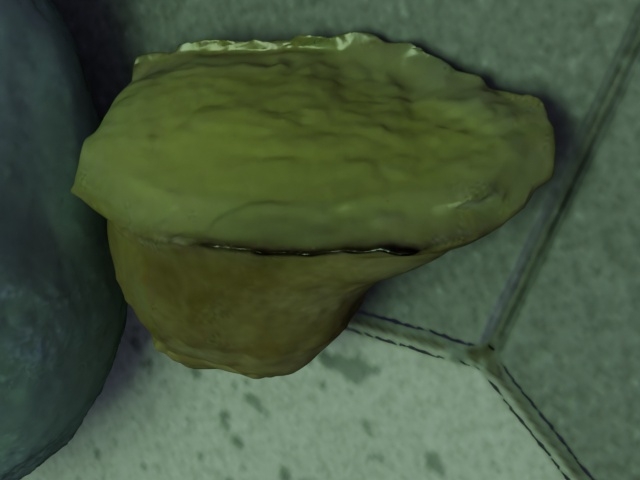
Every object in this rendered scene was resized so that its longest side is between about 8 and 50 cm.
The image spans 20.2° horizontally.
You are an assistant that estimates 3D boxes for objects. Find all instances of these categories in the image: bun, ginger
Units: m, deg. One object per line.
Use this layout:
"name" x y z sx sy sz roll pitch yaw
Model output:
"bun" -0.257 -0.018 0.811 0.354 0.194 0.354 13 114 31
"ginger" 0.003 -0.002 0.712 0.193 0.115 0.123 3 127 27
